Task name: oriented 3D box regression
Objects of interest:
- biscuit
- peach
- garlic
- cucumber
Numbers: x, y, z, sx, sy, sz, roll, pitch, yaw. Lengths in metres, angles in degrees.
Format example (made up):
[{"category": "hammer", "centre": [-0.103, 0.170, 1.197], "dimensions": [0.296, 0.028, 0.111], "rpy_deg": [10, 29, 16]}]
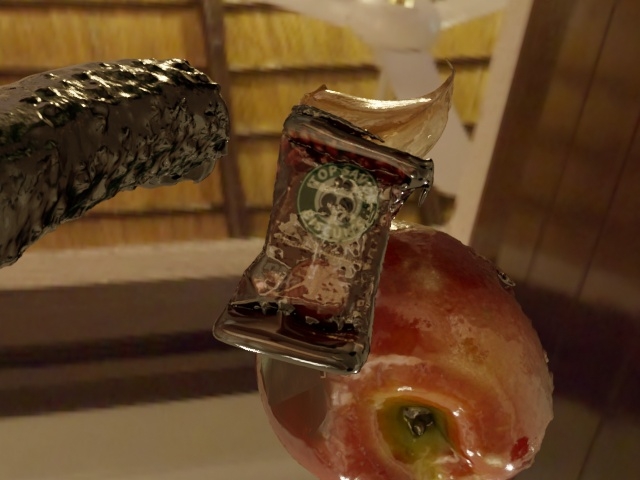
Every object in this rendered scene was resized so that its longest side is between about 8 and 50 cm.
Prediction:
[{"category": "biscuit", "centre": [0.006, 0.003, 1.178], "dimensions": [0.151, 0.235, 0.063], "rpy_deg": [19, -177, 4]}, {"category": "peach", "centre": [0.080, 0.153, 1.569], "dimensions": [0.310, 0.335, 0.406], "rpy_deg": [-2, -147, -30]}, {"category": "garlic", "centre": [0.076, -0.131, 1.566], "dimensions": [0.207, 0.115, 0.128], "rpy_deg": [-6, -135, 21]}, {"category": "cucumber", "centre": [-0.125, -0.038, 0.562], "dimensions": [0.081, 0.072, 0.303], "rpy_deg": [35, -161, 7]}]
